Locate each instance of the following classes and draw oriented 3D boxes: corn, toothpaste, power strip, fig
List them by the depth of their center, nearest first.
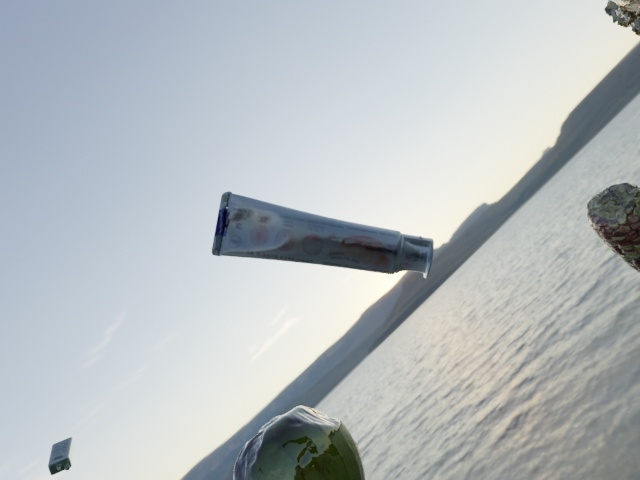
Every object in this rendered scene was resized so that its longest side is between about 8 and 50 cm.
[{"bbox_3d":[-0.351,0.292,0.607,0.027,0.017,0.083,-19,7,-26],"label":"power strip"},{"bbox_3d":[0.000,0.000,0.662,0.066,0.323,0.100,16,-96,-84],"label":"toothpaste"},{"bbox_3d":[0.558,0.001,0.760,0.098,0.289,0.098,-39,35,35],"label":"corn"},{"bbox_3d":[-0.023,0.444,0.799,0.239,0.271,0.239,-29,-18,-10],"label":"fig"}]

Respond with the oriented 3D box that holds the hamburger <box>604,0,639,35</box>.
[{"bbox_3d":[0.329,-0.263,0.370,0.182,0.117,0.191,153,131,-67],"label":"hamburger"}]
